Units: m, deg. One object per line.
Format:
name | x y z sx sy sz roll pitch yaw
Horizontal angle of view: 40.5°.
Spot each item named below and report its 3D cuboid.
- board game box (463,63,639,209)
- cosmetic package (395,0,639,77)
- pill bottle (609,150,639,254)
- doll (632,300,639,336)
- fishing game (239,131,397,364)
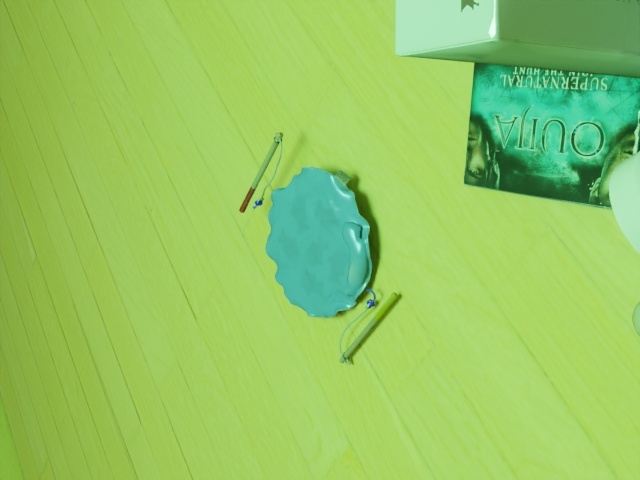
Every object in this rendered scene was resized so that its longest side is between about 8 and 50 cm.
board game box | 0.204 -0.098 0.758 0.186 0.026 0.126 16 105 52
cosmetic package | 0.183 -0.300 0.552 0.097 0.284 0.378 6 97 53
pill bottle | 0.299 -0.064 0.549 0.221 0.124 0.124 -38 63 49
doll | 0.305 0.073 0.617 0.189 0.046 0.129 12 102 53
fishing game | 0.000 0.000 1.040 0.264 0.041 0.189 52 133 27
